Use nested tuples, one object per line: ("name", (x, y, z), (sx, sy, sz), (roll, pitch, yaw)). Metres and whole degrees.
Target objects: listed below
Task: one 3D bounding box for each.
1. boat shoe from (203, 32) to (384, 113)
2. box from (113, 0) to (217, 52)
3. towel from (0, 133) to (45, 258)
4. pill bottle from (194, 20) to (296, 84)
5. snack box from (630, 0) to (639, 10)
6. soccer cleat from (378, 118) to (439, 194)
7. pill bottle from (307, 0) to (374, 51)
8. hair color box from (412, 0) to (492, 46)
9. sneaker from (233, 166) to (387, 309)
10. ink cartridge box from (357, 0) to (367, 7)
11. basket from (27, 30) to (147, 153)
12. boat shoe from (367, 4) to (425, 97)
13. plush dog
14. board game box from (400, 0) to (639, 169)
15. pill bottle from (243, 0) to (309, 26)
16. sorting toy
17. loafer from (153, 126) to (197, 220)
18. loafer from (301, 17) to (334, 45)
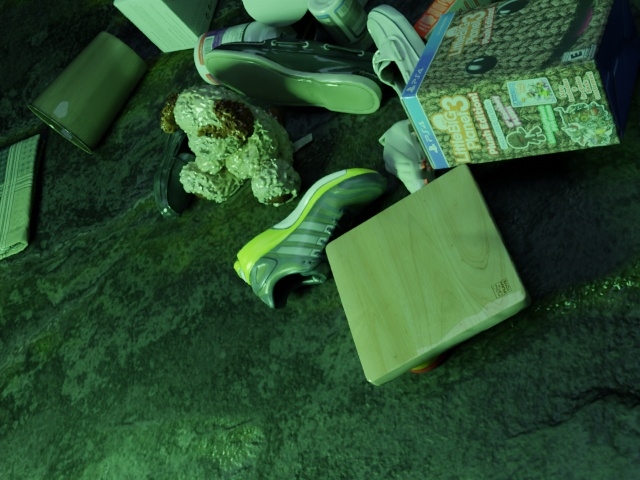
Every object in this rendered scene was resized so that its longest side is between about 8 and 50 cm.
("boat shoe", (-0.040, -0.319, 1.744), (0.340, 0.127, 0.113), (11, 62, 21))
("box", (-0.320, -0.531, 2.065), (0.119, 0.182, 0.181), (-1, 63, 33))
("towel", (-0.757, -0.065, 2.191), (0.312, 0.056, 0.324), (-19, 52, 22))
("pill bottle", (-0.142, -0.370, 1.892), (0.193, 0.108, 0.108), (-3, 62, 34))
("snack box", (0.425, -0.462, 1.400), (0.060, 0.322, 0.187), (-35, 49, 14))
("soccer cleat", (0.144, -0.117, 1.571), (0.076, 0.068, 0.196), (-33, 42, 22))
("pill bottle", (0.042, -0.406, 1.763), (0.078, 0.137, 0.078), (-16, 56, 26))
("hair color box", (0.227, -0.388, 1.667), (0.141, 0.072, 0.043), (-49, 47, -1))
("sneaker", (0.000, 0.000, 1.585), (0.300, 0.111, 0.121), (-42, 57, 15))
("ink cartridge box", (0.053, -0.473, 1.870), (0.083, 0.028, 0.048), (20, 76, 41))
("basket", (-0.494, -0.327, 2.092), (0.204, 0.154, 0.227), (28, 78, 44))
("boat shoe", (0.132, -0.305, 1.642), (0.084, 0.095, 0.258), (-24, 53, -11))
("plush dog", (-0.159, -0.195, 1.717), (0.262, 0.225, 0.210), (7, 68, 38))
("board game box", (0.302, -0.247, 1.435), (0.291, 0.141, 0.232), (-6, 40, 32))
("pill bottle", (-0.072, -0.552, 1.861), (0.181, 0.181, 0.323), (-22, 39, 23))
("sorting toy", (0.163, 0.061, 1.429), (0.255, 0.089, 0.257), (-31, 50, 17))
("loafer", (-0.267, -0.141, 1.863), (0.078, 0.076, 0.223), (-20, 49, 34))
("loafer", (-0.032, -0.341, 1.827), (0.062, 0.061, 0.170), (8, 69, 37))
